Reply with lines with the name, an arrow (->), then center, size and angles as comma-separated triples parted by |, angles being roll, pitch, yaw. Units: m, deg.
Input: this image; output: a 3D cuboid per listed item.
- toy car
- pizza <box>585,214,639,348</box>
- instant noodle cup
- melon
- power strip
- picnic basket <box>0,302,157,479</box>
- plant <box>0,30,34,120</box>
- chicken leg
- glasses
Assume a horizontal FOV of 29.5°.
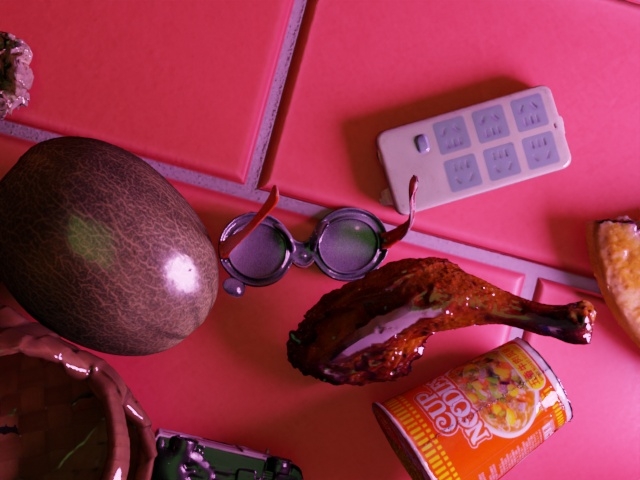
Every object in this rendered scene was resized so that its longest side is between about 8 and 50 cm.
toy car -> -0.128, 0.305, 1.590 | 0.210, 0.108, 0.089 | 13, 88, -7
pizza -> 0.536, 0.067, 1.608 | 0.409, 0.114, 0.277 | 28, 90, -3
instant noodle cup -> 0.205, 0.236, 1.574 | 0.212, 0.193, 0.193 | -31, 92, -9
melon -> -0.269, 0.013, 1.510 | 0.302, 0.237, 0.237 | 41, 89, -8
power strip -> 0.201, -0.120, 1.626 | 0.270, 0.046, 0.118 | -16, 91, -1
picnic basket -> -0.332, 0.270, 1.405 | 0.337, 0.337, 0.293 | 44, 92, -2
plant -> -0.430, -0.214, 1.566 | 0.104, 0.122, 0.116 | 14, 97, 9
chicken leg -> 0.139, 0.100, 1.536 | 0.407, 0.096, 0.158 | -10, 107, 19
glasses -> 0.000, 0.000, 1.511 | 0.234, 0.268, 0.118 | -2, 83, -12
